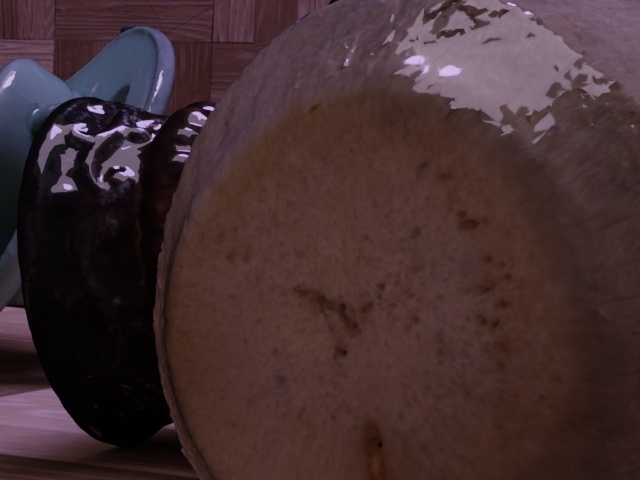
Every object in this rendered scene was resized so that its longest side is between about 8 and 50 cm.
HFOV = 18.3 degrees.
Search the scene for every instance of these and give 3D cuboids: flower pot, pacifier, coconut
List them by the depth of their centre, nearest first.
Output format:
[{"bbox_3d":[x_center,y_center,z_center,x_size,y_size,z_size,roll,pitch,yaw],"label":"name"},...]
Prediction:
[{"bbox_3d":[0.075,0.022,0.746,0.237,0.237,0.266,4,9,33],"label":"coconut"},{"bbox_3d":[0.000,0.000,1.042,0.267,0.266,0.266,-9,0,17],"label":"flower pot"},{"bbox_3d":[-0.186,0.003,1.468,0.269,0.288,0.343,36,-34,-22],"label":"pacifier"}]

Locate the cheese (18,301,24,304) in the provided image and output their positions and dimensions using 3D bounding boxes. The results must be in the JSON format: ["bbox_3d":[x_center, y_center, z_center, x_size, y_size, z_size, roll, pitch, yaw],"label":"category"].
[{"bbox_3d":[-0.228,0.043,1.943,0.097,0.037,0.192,5,5,33],"label":"cheese"}]

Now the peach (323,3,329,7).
[{"bbox_3d":[0.093,-0.028,1.351,0.308,0.307,0.332,0,21,-42],"label":"peach"}]
